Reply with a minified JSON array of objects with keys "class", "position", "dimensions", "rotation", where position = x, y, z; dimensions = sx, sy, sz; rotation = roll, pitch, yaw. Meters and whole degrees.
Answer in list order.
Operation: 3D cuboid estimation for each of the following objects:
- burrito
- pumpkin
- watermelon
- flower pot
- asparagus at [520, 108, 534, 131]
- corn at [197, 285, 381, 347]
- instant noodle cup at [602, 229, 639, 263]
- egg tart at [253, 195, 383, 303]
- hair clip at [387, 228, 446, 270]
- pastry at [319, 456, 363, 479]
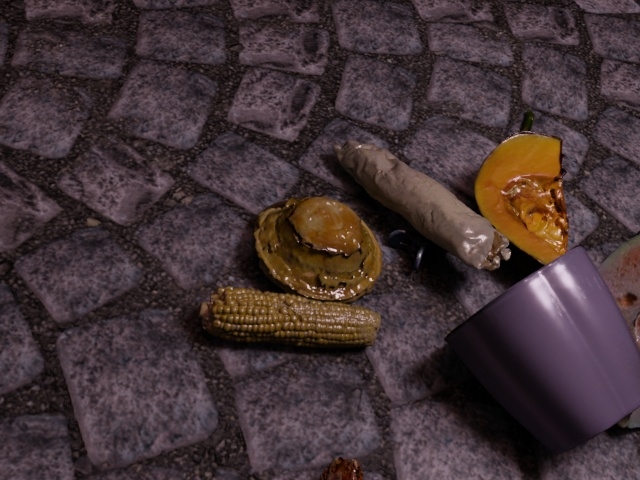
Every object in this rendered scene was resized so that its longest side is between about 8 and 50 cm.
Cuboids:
[{"class":"burrito","position":[0.176,-0.072,1.480],"dimensions":[0.117,0.076,0.392],"rotation":[-14,43,-40]},{"class":"pumpkin","position":[0.361,-0.034,1.513],"dimensions":[0.169,0.148,0.312],"rotation":[0,56,7]},{"class":"watermelon","position":[0.553,0.132,1.378],"dimensions":[0.188,0.322,0.175],"rotation":[14,16,-35]},{"class":"flower pot","position":[0.357,0.179,1.271],"dimensions":[0.265,0.265,0.243],"rotation":[-23,74,-29]},{"class":"asparagus","position":[0.438,-0.246,1.762],"dimensions":[0.021,0.025,0.108],"rotation":[17,49,11]},{"class":"corn","position":[-0.046,0.123,1.300],"dimensions":[0.288,0.087,0.087],"rotation":[7,51,-11]},{"class":"instant noodle cup","position":[0.635,0.048,1.498],"dimensions":[0.204,0.153,0.205],"rotation":[8,51,-10]},{"class":"egg tart","position":[0.000,0.000,1.401],"dimensions":[0.240,0.106,0.241],"rotation":[10,47,-11]},{"class":"hair clip","position":[0.252,-0.015,1.522],"dimensions":[0.275,0.048,0.083],"rotation":[-18,48,-32]},{"class":"pastry","position":[0.035,0.378,1.121],"dimensions":[0.063,0.087,0.170],"rotation":[35,43,-31]}]
